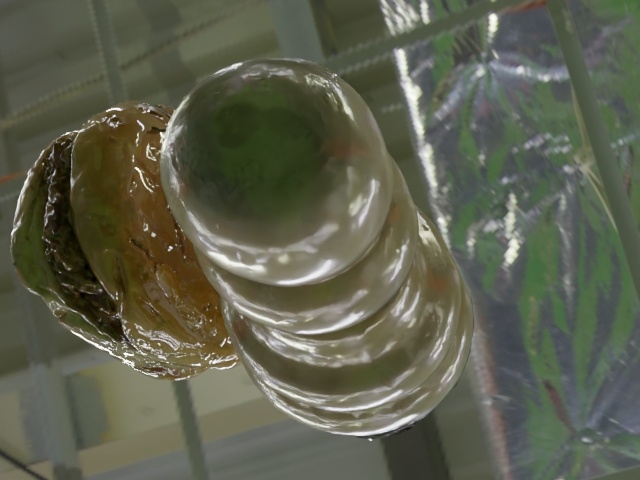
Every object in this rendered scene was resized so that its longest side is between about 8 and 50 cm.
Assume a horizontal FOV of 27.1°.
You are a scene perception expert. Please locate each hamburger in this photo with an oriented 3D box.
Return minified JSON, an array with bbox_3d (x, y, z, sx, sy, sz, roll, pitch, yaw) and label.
[{"bbox_3d":[-0.125,0.001,0.976,0.108,0.214,0.213,-22,-107,28],"label":"hamburger"}]

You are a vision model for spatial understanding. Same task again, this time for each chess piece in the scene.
[{"bbox_3d":[0.000,0.000,0.662,0.143,0.261,0.142,-4,-114,8],"label":"chess piece"}]
